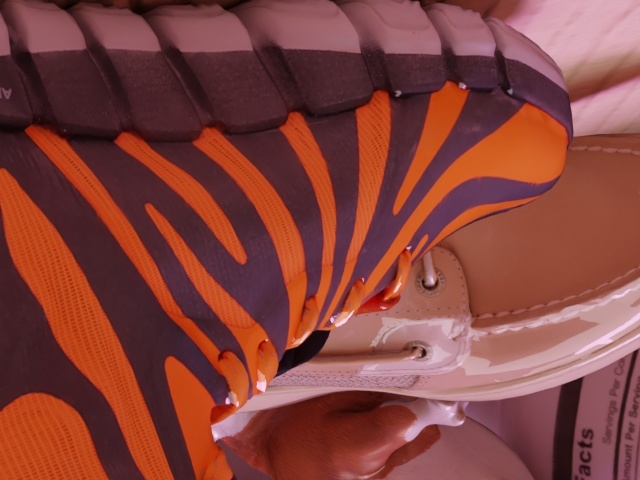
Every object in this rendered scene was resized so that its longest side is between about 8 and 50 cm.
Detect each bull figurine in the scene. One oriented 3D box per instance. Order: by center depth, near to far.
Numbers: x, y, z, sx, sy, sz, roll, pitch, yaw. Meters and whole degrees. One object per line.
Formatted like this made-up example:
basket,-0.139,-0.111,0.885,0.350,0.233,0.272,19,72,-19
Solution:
bull figurine,0.050,0.116,0.840,0.188,0.310,0.101,-43,-169,50

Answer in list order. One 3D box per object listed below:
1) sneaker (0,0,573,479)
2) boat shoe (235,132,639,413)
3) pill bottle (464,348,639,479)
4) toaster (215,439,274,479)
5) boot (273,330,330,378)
sneaker,-0.037,0.031,0.466,0.321,0.180,0.125,-6,170,-41
boat shoe,0.025,0.010,0.721,0.302,0.109,0.098,-11,155,25
pill bottle,0.229,0.093,0.925,0.363,0.210,0.210,11,-175,29
toaster,0.015,0.100,1.073,0.110,0.185,0.168,14,175,25
boot,-0.148,0.030,0.590,0.246,0.094,0.207,3,160,-42
